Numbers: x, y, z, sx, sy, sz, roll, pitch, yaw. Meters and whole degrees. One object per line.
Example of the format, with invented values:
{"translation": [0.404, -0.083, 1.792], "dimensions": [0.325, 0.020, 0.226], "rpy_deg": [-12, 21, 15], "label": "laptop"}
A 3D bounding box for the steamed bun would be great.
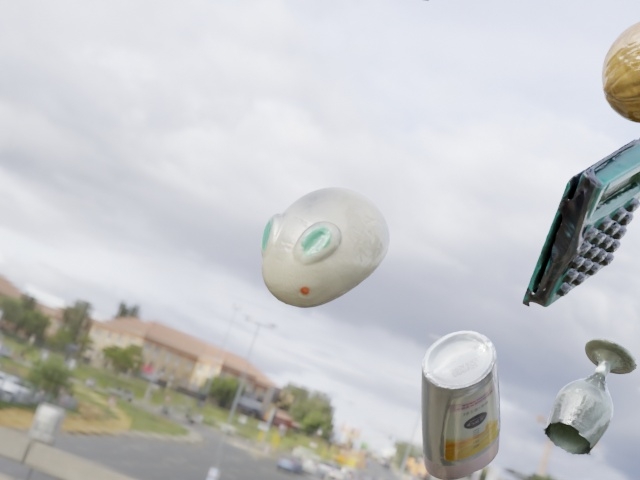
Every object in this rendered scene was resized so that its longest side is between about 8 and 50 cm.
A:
{"translation": [0.000, 0.000, 1.715], "dimensions": [0.177, 0.228, 0.131], "rpy_deg": [13, -46, 41], "label": "steamed bun"}

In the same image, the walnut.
{"translation": [0.515, -0.254, 1.635], "dimensions": [0.197, 0.165, 0.165], "rpy_deg": [-20, -27, 19], "label": "walnut"}

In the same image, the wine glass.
{"translation": [0.567, 0.328, 2.321], "dimensions": [0.126, 0.241, 0.126], "rpy_deg": [24, -32, 17], "label": "wine glass"}

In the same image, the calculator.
{"translation": [0.441, -0.023, 1.783], "dimensions": [0.058, 0.274, 0.248], "rpy_deg": [36, 40, 27], "label": "calculator"}

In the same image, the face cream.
{"translation": [0.173, 0.208, 1.354], "dimensions": [0.107, 0.073, 0.269], "rpy_deg": [-21, -34, -7], "label": "face cream"}
